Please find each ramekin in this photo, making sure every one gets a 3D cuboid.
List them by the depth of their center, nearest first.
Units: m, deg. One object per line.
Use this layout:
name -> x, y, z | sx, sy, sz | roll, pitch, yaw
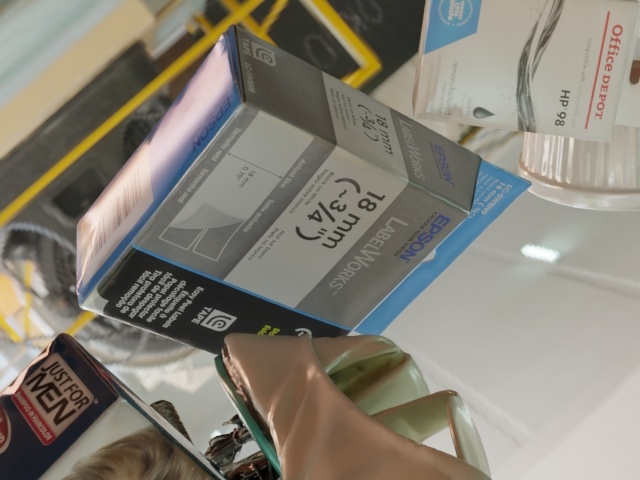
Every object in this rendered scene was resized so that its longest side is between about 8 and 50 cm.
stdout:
ramekin -> 0.314, -0.118, 1.257 | 0.207, 0.109, 0.207 | -3, -156, 1

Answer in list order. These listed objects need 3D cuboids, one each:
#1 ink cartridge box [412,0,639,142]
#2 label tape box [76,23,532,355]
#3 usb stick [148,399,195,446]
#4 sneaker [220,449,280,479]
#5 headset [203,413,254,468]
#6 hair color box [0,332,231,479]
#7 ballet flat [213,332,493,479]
ink cartridge box -> 0.162, -0.132, 0.852 | 0.060, 0.180, 0.104 | -80, 177, -70
label tape box -> 0.000, 0.000, 1.003 | 0.240, 0.334, 0.106 | -48, -145, 29
usb stick -> -0.173, 0.235, 1.299 | 0.077, 0.045, 0.278 | -50, -165, -4
sneaker -> -0.064, 0.219, 0.967 | 0.286, 0.109, 0.130 | -29, 172, -24
headset -> -0.077, 0.397, 1.394 | 0.185, 0.243, 0.394 | -33, -131, 20
hair color box -> -0.211, 0.247, 0.735 | 0.347, 0.174, 0.105 | -47, -144, -9
ballet flat -> 0.026, 0.127, 0.727 | 0.139, 0.139, 0.400 | -41, -165, -1
